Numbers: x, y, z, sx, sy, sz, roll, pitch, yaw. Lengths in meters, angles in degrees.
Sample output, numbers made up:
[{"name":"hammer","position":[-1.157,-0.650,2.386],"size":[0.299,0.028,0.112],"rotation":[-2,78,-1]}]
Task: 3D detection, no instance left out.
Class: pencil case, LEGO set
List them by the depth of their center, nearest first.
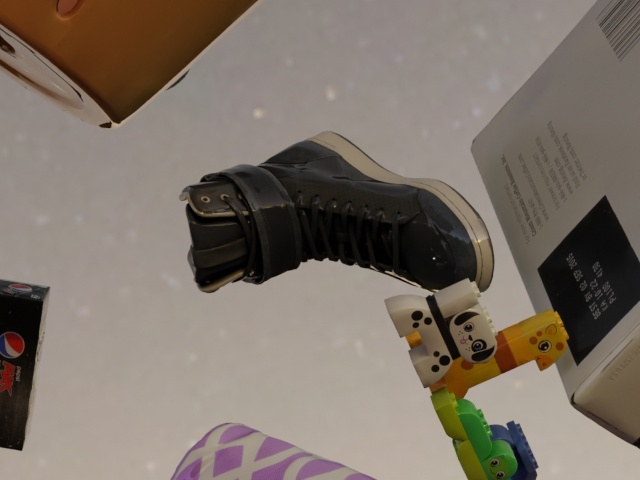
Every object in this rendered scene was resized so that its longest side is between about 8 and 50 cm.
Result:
[{"name":"pencil case","position":[0.018,0.160,0.951],"size":[0.086,0.206,0.088],"rotation":[-53,-35,-17]},{"name":"LEGO set","position":[0.122,0.100,1.220],"size":[0.093,0.087,0.227],"rotation":[-24,-66,4]}]

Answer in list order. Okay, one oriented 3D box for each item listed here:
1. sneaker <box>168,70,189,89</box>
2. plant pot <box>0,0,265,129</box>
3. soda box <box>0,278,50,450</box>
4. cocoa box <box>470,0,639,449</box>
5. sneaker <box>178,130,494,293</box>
[{"name":"sneaker","position":[-0.120,-0.259,1.629],"size":[0.114,0.152,0.305],"rotation":[18,-38,-16]},{"name":"plant pot","position":[-0.155,-0.209,1.255],"size":[0.203,0.291,0.291],"rotation":[-55,-23,-9]},{"name":"soda box","position":[-0.321,0.129,2.037],"size":[0.060,0.169,0.053],"rotation":[10,15,-2]},{"name":"cocoa box","position":[0.286,-0.008,1.367],"size":[0.228,0.347,0.231],"rotation":[32,-68,-24]},{"name":"sneaker","position":[0.000,0.001,1.368],"size":[0.163,0.226,0.086],"rotation":[-19,-61,-32]}]
